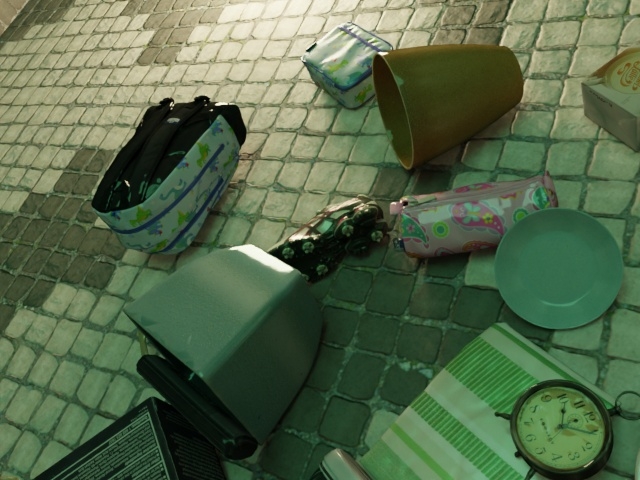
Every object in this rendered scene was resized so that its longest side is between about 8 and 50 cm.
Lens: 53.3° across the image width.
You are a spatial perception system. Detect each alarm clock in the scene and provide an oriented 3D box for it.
[{"bbox_3d":[0.347,0.253,0.869,0.192,0.064,0.129,-26,49,14],"label":"alarm clock"}]

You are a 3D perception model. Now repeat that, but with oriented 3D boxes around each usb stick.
[{"bbox_3d":[-0.210,0.271,1.060,0.278,0.077,0.045,28,88,38],"label":"usb stick"}]

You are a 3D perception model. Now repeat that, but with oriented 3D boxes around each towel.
[{"bbox_3d":[0.250,0.297,0.961,0.325,0.038,0.248,-46,49,-7],"label":"towel"}]

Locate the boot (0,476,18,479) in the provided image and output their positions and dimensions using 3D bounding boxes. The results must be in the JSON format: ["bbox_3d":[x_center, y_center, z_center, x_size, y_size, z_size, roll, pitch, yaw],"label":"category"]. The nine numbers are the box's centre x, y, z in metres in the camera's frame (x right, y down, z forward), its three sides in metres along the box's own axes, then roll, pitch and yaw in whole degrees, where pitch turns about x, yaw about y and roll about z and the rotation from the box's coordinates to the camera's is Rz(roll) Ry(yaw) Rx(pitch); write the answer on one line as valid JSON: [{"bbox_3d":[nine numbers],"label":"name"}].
[{"bbox_3d":[-0.589,0.542,1.187,0.261,0.095,0.204,-18,50,21],"label":"boot"}]

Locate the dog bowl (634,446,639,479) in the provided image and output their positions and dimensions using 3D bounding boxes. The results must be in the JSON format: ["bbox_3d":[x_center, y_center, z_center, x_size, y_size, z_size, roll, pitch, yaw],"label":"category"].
[{"bbox_3d":[0.522,0.314,0.760,0.264,0.104,0.265,-14,53,19],"label":"dog bowl"}]

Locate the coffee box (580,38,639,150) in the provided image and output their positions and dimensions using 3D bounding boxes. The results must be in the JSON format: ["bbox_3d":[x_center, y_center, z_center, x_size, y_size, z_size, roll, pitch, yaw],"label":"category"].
[{"bbox_3d":[0.616,-0.294,1.144,0.246,0.098,0.141,-35,49,1],"label":"coffee box"}]

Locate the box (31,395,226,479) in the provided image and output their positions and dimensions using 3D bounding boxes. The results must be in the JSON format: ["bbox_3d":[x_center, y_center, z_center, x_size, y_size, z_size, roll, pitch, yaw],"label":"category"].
[{"bbox_3d":[-0.298,0.472,1.019,0.296,0.183,0.294,-35,50,3],"label":"box"}]

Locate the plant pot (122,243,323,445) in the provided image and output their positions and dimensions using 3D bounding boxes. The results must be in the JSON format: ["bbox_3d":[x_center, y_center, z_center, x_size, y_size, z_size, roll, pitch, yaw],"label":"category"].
[{"bbox_3d":[-0.141,0.154,1.139,0.247,0.248,0.252,27,63,38],"label":"plant pot"}]

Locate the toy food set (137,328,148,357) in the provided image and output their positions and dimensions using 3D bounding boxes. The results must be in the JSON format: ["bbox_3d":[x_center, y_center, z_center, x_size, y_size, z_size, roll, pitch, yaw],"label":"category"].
[{"bbox_3d":[-0.284,0.176,1.328,0.191,0.039,0.133,-19,57,5],"label":"toy food set"}]

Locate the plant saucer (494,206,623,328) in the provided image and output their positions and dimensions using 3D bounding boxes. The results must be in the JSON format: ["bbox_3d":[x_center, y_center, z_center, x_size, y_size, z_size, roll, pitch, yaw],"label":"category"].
[{"bbox_3d":[0.382,0.045,1.033,0.194,0.037,0.195,-1,88,21],"label":"plant saucer"}]

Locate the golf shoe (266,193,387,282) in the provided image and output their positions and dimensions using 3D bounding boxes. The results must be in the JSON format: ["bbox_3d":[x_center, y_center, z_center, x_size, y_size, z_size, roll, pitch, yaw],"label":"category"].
[{"bbox_3d":[0.000,0.000,1.275,0.272,0.105,0.120,-24,32,5],"label":"golf shoe"}]

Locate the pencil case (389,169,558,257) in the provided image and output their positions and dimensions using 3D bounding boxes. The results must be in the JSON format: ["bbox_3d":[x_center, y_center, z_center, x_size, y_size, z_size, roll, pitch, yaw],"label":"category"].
[{"bbox_3d":[0.272,-0.044,1.133,0.283,0.124,0.124,-8,54,21],"label":"pencil case"}]

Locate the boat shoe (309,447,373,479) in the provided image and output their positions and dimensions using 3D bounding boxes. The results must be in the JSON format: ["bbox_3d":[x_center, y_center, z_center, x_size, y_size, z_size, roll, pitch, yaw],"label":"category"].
[{"bbox_3d":[0.085,0.447,0.902,0.119,0.121,0.335,-50,39,-1],"label":"boat shoe"}]

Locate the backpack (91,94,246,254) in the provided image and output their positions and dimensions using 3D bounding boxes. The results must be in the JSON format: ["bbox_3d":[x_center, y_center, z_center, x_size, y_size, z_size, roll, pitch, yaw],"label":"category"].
[{"bbox_3d":[-0.355,-0.141,1.465,0.290,0.274,0.356,3,38,26],"label":"backpack"}]

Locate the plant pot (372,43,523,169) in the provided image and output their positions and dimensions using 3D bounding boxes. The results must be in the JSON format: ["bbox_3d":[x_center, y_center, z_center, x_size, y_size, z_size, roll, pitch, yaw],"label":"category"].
[{"bbox_3d":[0.258,-0.293,1.267,0.254,0.237,0.237,-19,50,-3],"label":"plant pot"}]

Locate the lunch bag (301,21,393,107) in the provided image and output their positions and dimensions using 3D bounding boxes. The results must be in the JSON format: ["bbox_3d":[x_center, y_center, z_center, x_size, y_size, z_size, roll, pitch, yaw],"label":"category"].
[{"bbox_3d":[0.072,-0.428,1.532,0.176,0.090,0.219,-38,50,-5],"label":"lunch bag"}]
